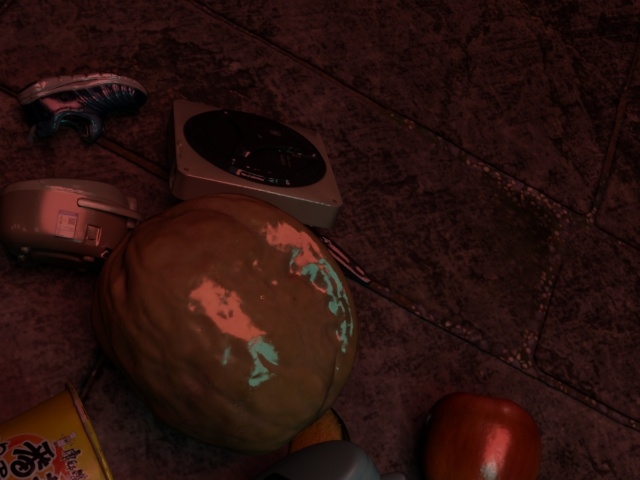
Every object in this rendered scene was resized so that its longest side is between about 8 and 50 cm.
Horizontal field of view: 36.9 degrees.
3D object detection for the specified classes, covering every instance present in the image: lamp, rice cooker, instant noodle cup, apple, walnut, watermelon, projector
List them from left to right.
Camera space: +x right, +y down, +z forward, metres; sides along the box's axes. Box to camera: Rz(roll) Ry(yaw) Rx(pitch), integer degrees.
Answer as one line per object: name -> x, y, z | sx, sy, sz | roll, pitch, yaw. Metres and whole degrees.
instant noodle cup -> -0.352, 0.328, 1.162 | 0.200, 0.264, 0.264 | -21, 74, -21
rice cooker -> -0.362, -0.024, 1.385 | 0.206, 0.145, 0.127 | 14, 73, -19
walnut -> -0.121, 0.106, 1.313 | 0.381, 0.381, 0.381 | 9, 63, -18
projector -> -0.107, -0.131, 1.512 | 0.259, 0.079, 0.257 | 11, 31, -18
lamp -> -0.041, 0.357, 1.244 | 0.284, 0.209, 0.147 | -10, 91, -23
watermelon -> 0.006, 0.325, 1.426 | 0.092, 0.075, 0.181 | -7, 58, 23
apple -> 0.238, 0.328, 1.441 | 0.199, 0.199, 0.199 | 9, 63, -18

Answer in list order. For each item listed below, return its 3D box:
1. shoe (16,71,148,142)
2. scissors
shoe -> -0.370, -0.208, 1.512 | 0.207, 0.091, 0.106 | -15, 94, -32
scissors -> 0.000, 0.000, 1.591 | 0.220, 0.017, 0.088 | 41, 57, 0
